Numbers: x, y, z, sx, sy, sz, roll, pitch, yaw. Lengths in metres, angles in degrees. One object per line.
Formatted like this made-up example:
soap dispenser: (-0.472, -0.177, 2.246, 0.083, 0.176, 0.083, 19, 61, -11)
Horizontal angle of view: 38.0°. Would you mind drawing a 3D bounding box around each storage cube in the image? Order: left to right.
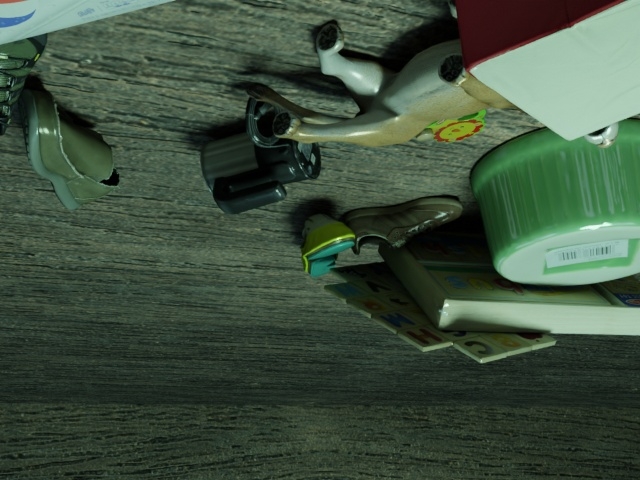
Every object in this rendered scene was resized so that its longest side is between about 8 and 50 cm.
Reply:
storage cube: (0.228, -0.223, 0.767, 0.183, 0.193, 0.215, -19, 156, 36)

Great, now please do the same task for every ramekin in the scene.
ramekin: (0.377, -0.041, 1.343, 0.303, 0.148, 0.303, -3, 160, -1)

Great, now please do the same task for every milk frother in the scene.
milk frother: (-0.091, -0.119, 1.157, 0.134, 0.129, 0.143, -13, 115, 22)

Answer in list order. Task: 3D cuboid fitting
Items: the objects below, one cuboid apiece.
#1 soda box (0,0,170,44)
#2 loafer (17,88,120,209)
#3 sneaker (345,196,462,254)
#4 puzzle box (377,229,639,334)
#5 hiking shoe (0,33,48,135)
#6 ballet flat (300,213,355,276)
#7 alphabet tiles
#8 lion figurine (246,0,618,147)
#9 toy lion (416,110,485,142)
soda box: (-0.268, -0.234, 0.788, 0.286, 0.098, 0.091, -9, 159, 15)
loafer: (-0.301, -0.116, 1.132, 0.087, 0.094, 0.251, -14, 165, -5)
sneaker: (0.134, -0.018, 1.470, 0.188, 0.071, 0.066, -9, 159, 14)
puzzle box: (0.325, 0.064, 1.509, 0.408, 0.272, 0.052, 3, 114, -20)
hiking shoe: (-0.335, -0.157, 0.954, 0.086, 0.114, 0.227, 7, 157, -28)
ballet flat: (0.000, 0.000, 1.481, 0.077, 0.077, 0.231, -16, 169, -11)
alphabet tiles: (0.183, 0.100, 1.454, 0.285, 0.011, 0.342, -5, -156, -39)
lion figurine: (0.134, -0.169, 1.024, 0.392, 0.142, 0.240, -2, 173, 38)
toy lion: (0.173, -0.152, 1.183, 0.096, 0.034, 0.100, 1, 160, -32)
